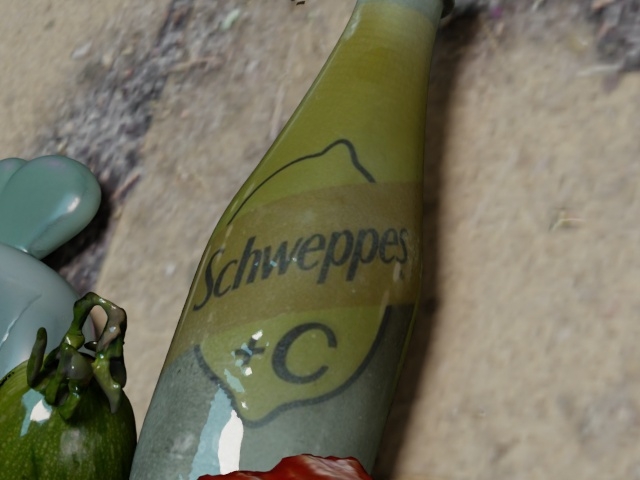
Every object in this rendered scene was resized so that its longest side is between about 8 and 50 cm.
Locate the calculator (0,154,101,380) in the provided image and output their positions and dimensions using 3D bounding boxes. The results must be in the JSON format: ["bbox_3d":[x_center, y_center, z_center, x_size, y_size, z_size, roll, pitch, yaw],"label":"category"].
[{"bbox_3d":[-0.188,0.089,0.792,0.185,0.041,0.299,15,74,43],"label":"calculator"}]

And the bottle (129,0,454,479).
[{"bbox_3d":[0.000,0.000,0.672,0.083,0.083,0.270,-2,62,38],"label":"bottle"}]

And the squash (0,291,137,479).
[{"bbox_3d":[-0.142,0.154,0.675,0.318,0.080,0.071,-55,11,12],"label":"squash"}]

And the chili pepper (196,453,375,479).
[{"bbox_3d":[0.078,0.168,0.468,0.338,0.131,0.135,23,87,43],"label":"chili pepper"}]
